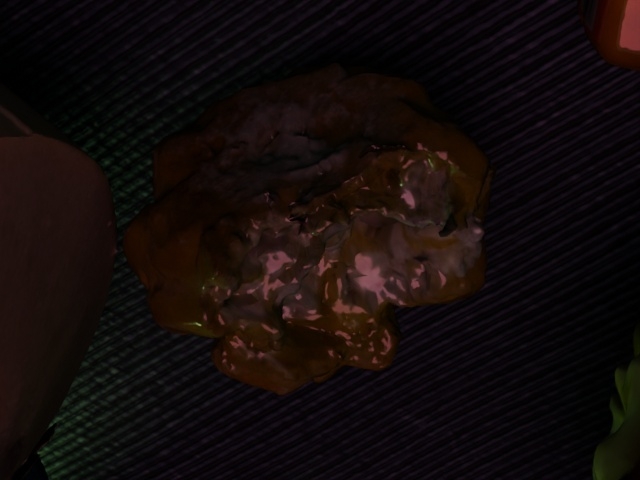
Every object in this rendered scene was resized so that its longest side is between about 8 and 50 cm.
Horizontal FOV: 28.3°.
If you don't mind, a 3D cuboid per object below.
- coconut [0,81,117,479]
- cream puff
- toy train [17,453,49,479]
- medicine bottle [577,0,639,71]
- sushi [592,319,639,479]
[{"bbox_3d":[-0.267,0.025,0.708,0.323,0.323,0.323,2,117,3],"label":"coconut"},{"bbox_3d":[-0.002,-0.004,0.764,0.221,0.195,0.195,-22,114,2],"label":"cream puff"},{"bbox_3d":[-0.247,0.291,0.854,0.188,0.265,0.300,-15,133,9],"label":"toy train"},{"bbox_3d":[0.232,-0.198,0.667,0.149,0.112,0.222,10,118,-1],"label":"medicine bottle"},{"bbox_3d":[0.304,0.150,0.727,0.294,0.299,0.281,17,143,14],"label":"sushi"}]
